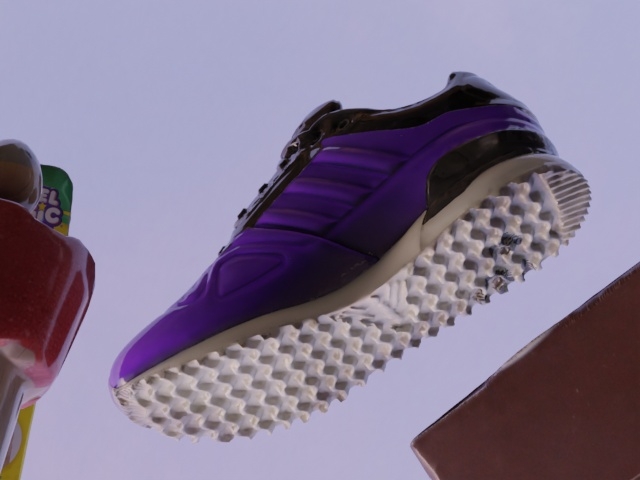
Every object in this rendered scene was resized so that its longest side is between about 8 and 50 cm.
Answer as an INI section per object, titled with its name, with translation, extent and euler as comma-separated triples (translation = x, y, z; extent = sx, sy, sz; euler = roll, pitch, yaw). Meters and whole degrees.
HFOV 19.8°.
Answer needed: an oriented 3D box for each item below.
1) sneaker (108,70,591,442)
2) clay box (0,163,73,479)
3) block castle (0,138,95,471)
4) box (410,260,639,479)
[sneaker]
translation = 0.001, 0.000, 1.067
extent = 0.293, 0.102, 0.146
euler = -29, -126, 2
[clay box]
translation = -0.198, 0.062, 0.864
extent = 0.127, 0.053, 0.222
euler = 6, -78, -35
[block castle]
translation = -0.346, 0.025, 0.728
extent = 0.303, 0.453, 0.213
euler = 42, -134, -37
[box]
translation = 0.190, 0.128, 0.904
extent = 0.167, 0.168, 0.203
euler = -7, -119, -56
